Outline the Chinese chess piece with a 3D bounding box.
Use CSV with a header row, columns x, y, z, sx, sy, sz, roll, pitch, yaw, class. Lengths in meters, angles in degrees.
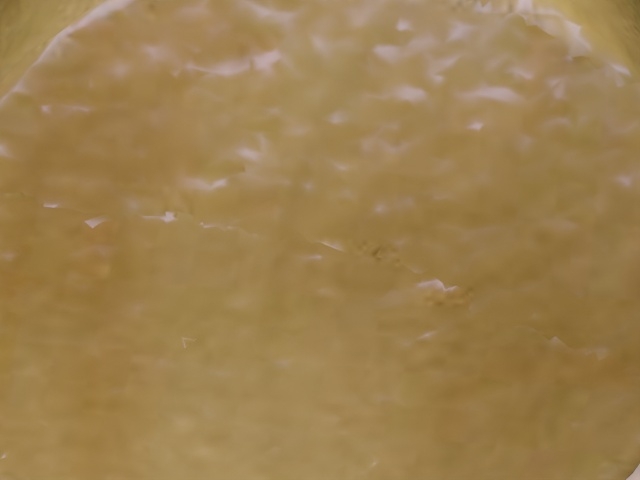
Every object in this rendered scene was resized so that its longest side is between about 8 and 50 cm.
x,y,z,sx,sy,sz,roll,pitch,yaw,class
0.000,0.000,0.560,0.238,0.092,0.238,-1,117,-2,Chinese chess piece
